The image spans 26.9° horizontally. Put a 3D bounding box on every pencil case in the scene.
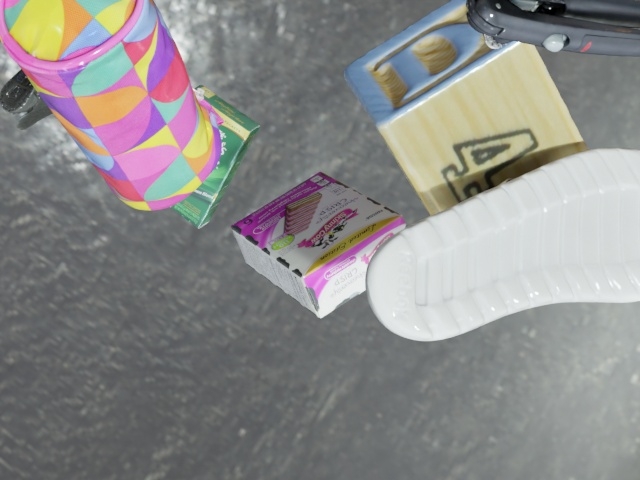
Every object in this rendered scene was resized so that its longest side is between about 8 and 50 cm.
[{"bbox_3d":[-0.134,-0.106,0.894,0.104,0.104,0.236,-55,163,-11],"label":"pencil case"}]

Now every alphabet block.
[{"bbox_3d":[0.168,-0.140,1.535,0.193,0.192,0.197,-31,120,6],"label":"alphabet block"}]

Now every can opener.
[{"bbox_3d":[0.180,-0.156,0.939,0.186,0.073,0.059,9,66,-32],"label":"can opener"}]

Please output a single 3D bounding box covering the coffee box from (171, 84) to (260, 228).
[{"bbox_3d":[-0.176,-0.122,1.951,0.184,0.113,0.040,-58,170,29],"label":"coffee box"}]

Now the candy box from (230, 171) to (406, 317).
[{"bbox_3d":[0.000,0.000,1.784,0.159,0.233,0.071,-32,120,-16],"label":"candy box"}]

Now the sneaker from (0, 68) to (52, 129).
[{"bbox_3d":[-0.322,-0.192,1.609,0.170,0.051,0.089,-35,169,18],"label":"sneaker"}]

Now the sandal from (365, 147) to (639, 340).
[{"bbox_3d":[0.237,0.000,1.447,0.416,0.102,0.169,-11,87,-15],"label":"sandal"}]
